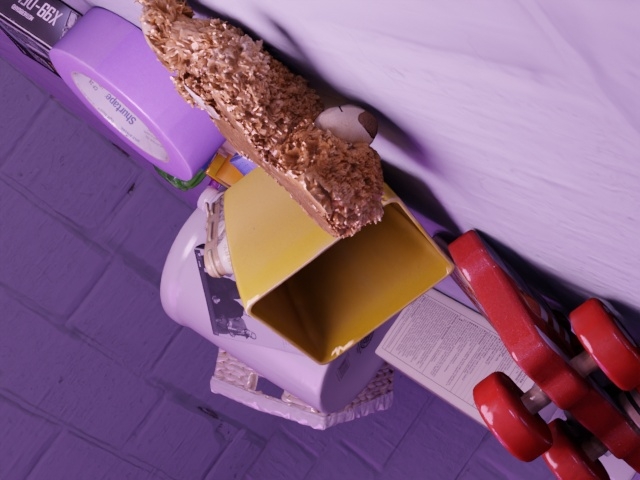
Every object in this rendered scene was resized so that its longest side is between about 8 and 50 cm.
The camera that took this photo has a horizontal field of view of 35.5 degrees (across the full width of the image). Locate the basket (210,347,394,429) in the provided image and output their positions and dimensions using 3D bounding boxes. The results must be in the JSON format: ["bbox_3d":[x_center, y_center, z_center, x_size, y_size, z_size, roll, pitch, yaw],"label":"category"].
[{"bbox_3d":[-0.021,0.246,2.317,0.328,0.266,0.331,14,-171,32],"label":"basket"}]

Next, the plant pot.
[{"bbox_3d":[0.003,-0.008,1.222,0.187,0.212,0.212,59,-171,35],"label":"plant pot"}]

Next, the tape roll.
[{"bbox_3d":[-0.267,-0.213,1.480,0.275,0.090,0.275,38,168,10],"label":"tape roll"}]

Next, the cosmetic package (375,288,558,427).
[{"bbox_3d":[0.261,0.214,1.719,0.309,0.160,0.113,31,174,44],"label":"cosmetic package"}]

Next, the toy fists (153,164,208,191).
[{"bbox_3d":[-0.325,-0.181,2.201,0.142,0.096,0.279,34,173,4],"label":"toy fists"}]

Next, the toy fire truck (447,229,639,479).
[{"bbox_3d":[0.280,0.135,1.146,0.302,0.169,0.254,38,-160,-34],"label":"toy fire truck"}]

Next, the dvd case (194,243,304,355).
[{"bbox_3d":[-0.112,0.102,1.740,0.238,0.029,0.179,8,117,37],"label":"dvd case"}]

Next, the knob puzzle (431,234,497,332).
[{"bbox_3d":[0.207,0.058,1.306,0.213,0.030,0.213,53,-179,-1],"label":"knob puzzle"}]

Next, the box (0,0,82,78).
[{"bbox_3d":[-0.448,-0.341,1.716,0.242,0.076,0.307,34,174,7],"label":"box"}]

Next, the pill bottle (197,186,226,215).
[{"bbox_3d":[-0.165,-0.049,1.828,0.120,0.067,0.067,32,173,22],"label":"pill bottle"}]

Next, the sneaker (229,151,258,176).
[{"bbox_3d":[-0.014,-0.002,1.443,0.315,0.182,0.127,37,173,-12],"label":"sneaker"}]

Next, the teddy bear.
[{"bbox_3d":[-0.056,-0.147,1.027,0.338,0.113,0.245,40,172,42],"label":"teddy bear"}]

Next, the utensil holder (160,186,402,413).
[{"bbox_3d":[-0.061,0.108,1.949,0.385,0.328,0.327,30,172,23],"label":"utensil holder"}]

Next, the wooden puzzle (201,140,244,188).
[{"bbox_3d":[-0.147,-0.122,1.731,0.322,0.080,0.348,32,173,30],"label":"wooden puzzle"}]

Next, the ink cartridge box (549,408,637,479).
[{"bbox_3d":[0.513,0.384,1.956,0.218,0.092,0.158,36,174,9],"label":"ink cartridge box"}]

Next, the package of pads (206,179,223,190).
[{"bbox_3d":[-0.218,-0.121,2.273,0.083,0.050,0.032,30,175,43],"label":"package of pads"}]

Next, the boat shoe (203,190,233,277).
[{"bbox_3d":[-0.144,-0.011,1.521,0.285,0.089,0.105,-134,20,-77],"label":"boat shoe"}]
